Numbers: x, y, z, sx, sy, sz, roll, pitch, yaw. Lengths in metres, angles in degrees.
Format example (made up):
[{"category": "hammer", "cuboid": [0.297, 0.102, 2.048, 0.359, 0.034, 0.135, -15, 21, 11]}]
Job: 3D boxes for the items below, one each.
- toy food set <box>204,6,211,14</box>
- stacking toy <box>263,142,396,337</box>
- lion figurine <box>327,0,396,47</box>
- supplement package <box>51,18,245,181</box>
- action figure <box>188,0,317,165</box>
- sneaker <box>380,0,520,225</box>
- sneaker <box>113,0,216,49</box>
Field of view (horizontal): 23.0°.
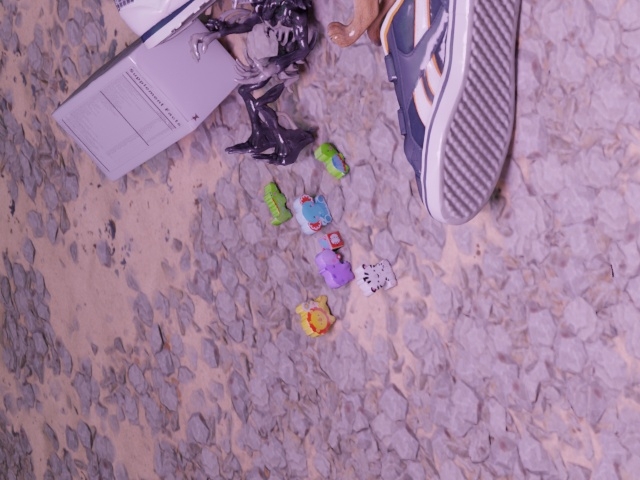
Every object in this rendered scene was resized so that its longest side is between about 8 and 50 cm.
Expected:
[{"category": "toy food set", "cuboid": [-0.150, -0.369, 2.106, 0.192, 0.038, 0.132, -133, 49, -64]}, {"category": "stacking toy", "cuboid": [0.000, 0.000, 2.064, 0.167, 0.052, 0.221, -34, 74, 51]}, {"category": "lion figurine", "cuboid": [0.008, -0.410, 1.800, 0.240, 0.392, 0.142, -39, 29, 25]}, {"category": "supplement package", "cuboid": [-0.240, -0.202, 2.196, 0.139, 0.134, 0.244, 49, 144, -13]}, {"category": "action figure", "cuboid": [-0.079, -0.236, 2.013, 0.164, 0.141, 0.275, 31, 127, 56]}, {"category": "sneaker", "cuboid": [0.142, -0.183, 1.766, 0.127, 0.126, 0.321, 18, 105, 43]}, {"category": "sneaker", "cuboid": [-0.156, -0.340, 1.975, 0.235, 0.090, 0.095, -36, 91, 14]}]
